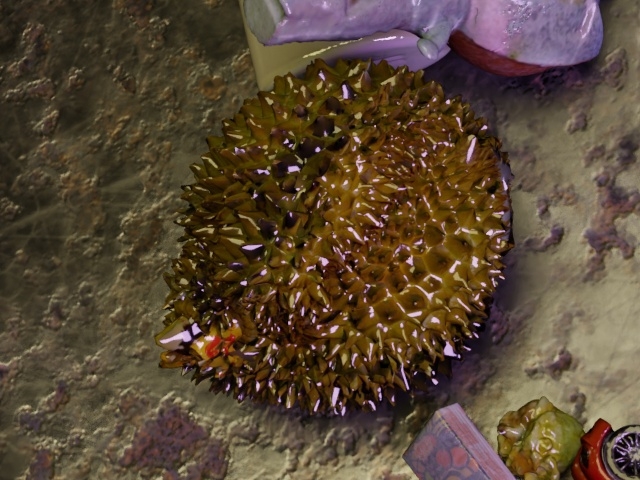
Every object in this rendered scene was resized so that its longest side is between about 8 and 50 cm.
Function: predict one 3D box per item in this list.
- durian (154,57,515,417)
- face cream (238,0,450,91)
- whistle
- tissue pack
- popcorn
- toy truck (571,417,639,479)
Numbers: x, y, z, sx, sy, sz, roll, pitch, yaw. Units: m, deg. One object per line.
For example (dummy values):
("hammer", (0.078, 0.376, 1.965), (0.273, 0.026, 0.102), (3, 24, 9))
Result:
("durian", (0.008, 0.002, 1.085), (0.258, 0.258, 0.293), (26, 93, 23))
("face cream", (-0.002, -0.297, 1.277), (0.174, 0.081, 0.348), (-13, 67, 4))
("whistle", (0.103, -0.194, 1.128), (0.346, 0.134, 0.142), (-11, 90, -30))
("tissue pack", (0.105, 0.175, 1.086), (0.083, 0.035, 0.063), (51, 133, 26))
("popcorn", (0.166, 0.159, 1.075), (0.068, 0.059, 0.083), (-5, 78, 15))
("toy truck", (0.263, 0.239, 0.989), (0.253, 0.107, 0.114), (41, 86, 25))
